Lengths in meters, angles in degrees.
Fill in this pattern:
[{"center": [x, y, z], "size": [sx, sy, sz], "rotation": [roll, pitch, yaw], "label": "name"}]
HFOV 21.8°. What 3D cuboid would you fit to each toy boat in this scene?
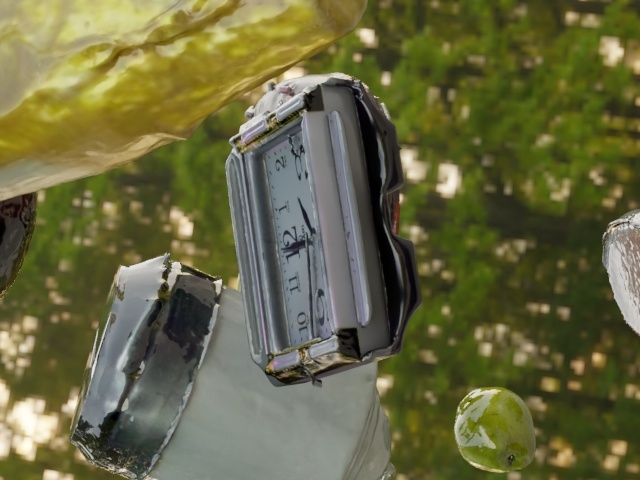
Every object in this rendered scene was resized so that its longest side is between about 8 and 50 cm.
[{"center": [0.387, 0.037, 1.840], "size": [0.227, 0.085, 0.155], "rotation": [-149, 44, -79], "label": "toy boat"}]

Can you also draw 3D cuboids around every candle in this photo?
[{"center": [-0.067, 0.165, 1.634], "size": [0.221, 0.342, 0.221], "rotation": [-158, 90, -80], "label": "candle"}]

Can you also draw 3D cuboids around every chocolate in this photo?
[{"center": [-0.177, -0.112, 1.054], "size": [0.162, 0.445, 0.162], "rotation": [25, -122, -50], "label": "chocolate"}]

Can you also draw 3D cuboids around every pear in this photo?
[{"center": [0.187, 0.204, 1.775], "size": [0.092, 0.097, 0.092], "rotation": [-34, -40, -34], "label": "pear"}]

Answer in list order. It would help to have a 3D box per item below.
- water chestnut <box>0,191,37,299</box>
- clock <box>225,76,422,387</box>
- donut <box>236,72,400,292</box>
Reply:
[{"center": [-0.442, -0.040, 1.725], "size": [0.302, 0.350, 0.350], "rotation": [41, -122, -66], "label": "water chestnut"}, {"center": [0.000, 0.000, 1.448], "size": [0.186, 0.083, 0.253], "rotation": [-24, 71, 61], "label": "clock"}, {"center": [-0.004, -0.040, 2.019], "size": [0.259, 0.136, 0.345], "rotation": [172, 101, -68], "label": "donut"}]
